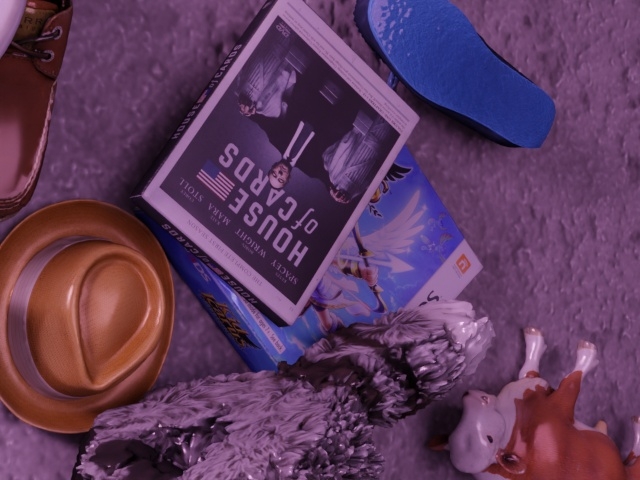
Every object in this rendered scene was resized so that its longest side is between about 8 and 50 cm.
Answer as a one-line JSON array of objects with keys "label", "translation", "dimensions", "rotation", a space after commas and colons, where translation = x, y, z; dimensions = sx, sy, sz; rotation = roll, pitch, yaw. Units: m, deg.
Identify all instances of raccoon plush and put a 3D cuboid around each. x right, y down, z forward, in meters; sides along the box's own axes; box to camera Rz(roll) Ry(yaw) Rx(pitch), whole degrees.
[{"label": "raccoon plush", "translation": [-0.004, 0.263, 1.106], "dimensions": [0.446, 0.216, 0.299], "rotation": [-17, 109, -22]}]

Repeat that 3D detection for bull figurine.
[{"label": "bull figurine", "translation": [0.246, 0.206, 1.383], "dimensions": [0.310, 0.101, 0.188], "rotation": [40, 65, -27]}]

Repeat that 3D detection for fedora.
[{"label": "fedora", "translation": [-0.183, 0.062, 1.098], "dimensions": [0.194, 0.079, 0.194], "rotation": [1, 88, -35]}]

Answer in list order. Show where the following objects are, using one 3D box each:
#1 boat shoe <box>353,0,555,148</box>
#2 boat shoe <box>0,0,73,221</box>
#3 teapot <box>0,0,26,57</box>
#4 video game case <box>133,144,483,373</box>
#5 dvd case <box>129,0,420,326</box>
[{"label": "boat shoe", "translation": [0.116, -0.160, 1.318], "dimensions": [0.258, 0.089, 0.109], "rotation": [39, 80, -33]}, {"label": "boat shoe", "translation": [-0.249, -0.167, 1.043], "dimensions": [0.110, 0.104, 0.307], "rotation": [0, 88, -35]}, {"label": "teapot", "translation": [-0.334, -0.193, 0.929], "dimensions": [0.252, 0.187, 0.256], "rotation": [32, 76, -37]}, {"label": "video game case", "translation": [0.000, 0.000, 1.242], "dimensions": [0.244, 0.061, 0.269], "rotation": [-46, 113, -28]}, {"label": "dvd case", "translation": [-0.032, -0.073, 1.168], "dimensions": [0.179, 0.029, 0.239], "rotation": [42, 65, -23]}]
